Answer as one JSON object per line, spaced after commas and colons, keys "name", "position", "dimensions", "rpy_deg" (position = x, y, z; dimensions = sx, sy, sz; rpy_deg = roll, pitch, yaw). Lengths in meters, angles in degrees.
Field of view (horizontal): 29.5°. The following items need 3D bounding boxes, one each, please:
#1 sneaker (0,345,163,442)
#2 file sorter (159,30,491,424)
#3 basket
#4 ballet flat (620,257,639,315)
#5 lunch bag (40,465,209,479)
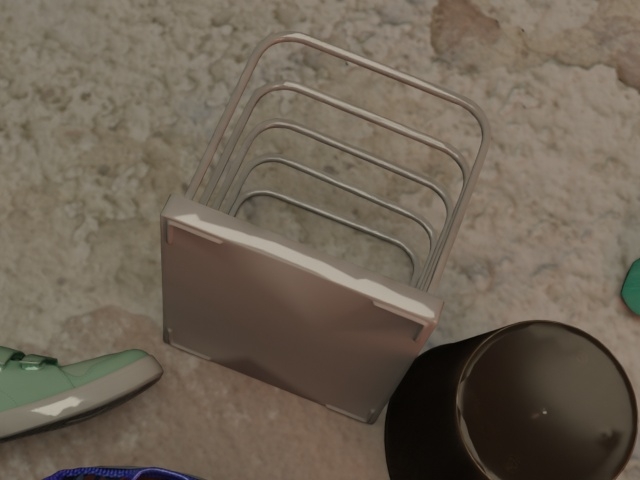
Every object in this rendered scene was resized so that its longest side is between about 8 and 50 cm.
{"name": "sneaker", "position": [-0.263, 0.086, 0.973], "dimensions": [0.256, 0.094, 0.151], "rpy_deg": [-13, 79, -7]}
{"name": "file sorter", "position": [0.000, 0.000, 0.939], "dimensions": [0.193, 0.278, 0.173], "rpy_deg": [22, 67, 2]}
{"name": "basket", "position": [0.143, 0.148, 0.924], "dimensions": [0.154, 0.227, 0.204], "rpy_deg": [-15, 73, -10]}
{"name": "ballet flat", "position": [0.391, 0.033, 1.060], "dimensions": [0.247, 0.087, 0.083], "rpy_deg": [3, 71, -4]}
{"name": "lunch bag", "position": [-0.042, 0.311, 0.802], "dimensions": [0.385, 0.328, 0.239], "rpy_deg": [38, 70, 6]}
